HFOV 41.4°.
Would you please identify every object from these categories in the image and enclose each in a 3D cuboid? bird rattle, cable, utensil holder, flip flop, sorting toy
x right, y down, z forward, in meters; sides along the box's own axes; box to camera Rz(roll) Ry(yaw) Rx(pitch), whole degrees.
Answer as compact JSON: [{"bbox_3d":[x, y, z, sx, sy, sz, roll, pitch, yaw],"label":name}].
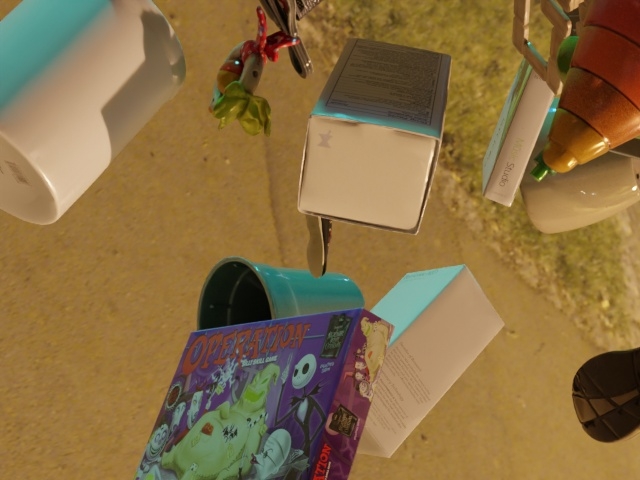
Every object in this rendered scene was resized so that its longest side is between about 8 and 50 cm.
[{"bbox_3d":[-0.162,-0.339,1.715,0.143,0.207,0.254,12,86,-34],"label":"bird rattle"},{"bbox_3d":[-0.058,-0.465,1.784,0.072,0.139,0.287,-44,129,-13],"label":"cable"},{"bbox_3d":[-0.491,-0.269,1.568,0.327,0.327,0.385,48,57,-23],"label":"utensil holder"},{"bbox_3d":[0.410,0.161,1.013,0.080,0.277,0.112,11,50,-30],"label":"flip flop"},{"bbox_3d":[0.231,-0.100,0.752,0.127,0.126,0.365,41,5,8],"label":"sorting toy"}]

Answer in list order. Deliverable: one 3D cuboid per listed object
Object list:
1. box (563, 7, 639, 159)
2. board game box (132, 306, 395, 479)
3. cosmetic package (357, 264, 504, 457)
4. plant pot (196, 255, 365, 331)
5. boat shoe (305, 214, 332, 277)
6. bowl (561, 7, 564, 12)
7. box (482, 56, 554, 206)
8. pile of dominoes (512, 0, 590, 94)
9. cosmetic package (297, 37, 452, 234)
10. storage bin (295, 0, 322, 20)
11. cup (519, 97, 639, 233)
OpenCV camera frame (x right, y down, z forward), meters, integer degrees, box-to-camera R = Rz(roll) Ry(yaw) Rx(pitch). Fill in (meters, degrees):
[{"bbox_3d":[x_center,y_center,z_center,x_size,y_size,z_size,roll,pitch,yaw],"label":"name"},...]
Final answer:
[{"bbox_3d":[0.585,-0.368,1.380,0.212,0.293,0.396,-125,-165,-74],"label":"box"},{"bbox_3d":[-0.076,0.182,0.858,0.056,0.347,0.208,35,63,-25],"label":"board game box"},{"bbox_3d":[0.147,0.219,1.582,0.365,0.197,0.155,-44,105,-29],"label":"cosmetic package"},{"bbox_3d":[-0.082,0.207,2.130,0.334,0.341,0.341,0,71,-40],"label":"plant pot"},{"bbox_3d":[0.001,0.000,1.503,0.042,0.049,0.133,-5,95,-40],"label":"boat shoe"},{"bbox_3d":[0.628,-0.560,1.819,0.163,0.311,0.312,19,50,-5],"label":"bowl"},{"bbox_3d":[0.357,-0.209,1.534,0.058,0.232,0.322,19,18,4],"label":"box"},{"bbox_3d":[0.311,-0.276,1.059,0.196,0.040,0.251,61,-5,30],"label":"pile of dominoes"},{"bbox_3d":[0.075,-0.142,1.062,0.296,0.153,0.129,-68,169,-59],"label":"cosmetic package"},{"bbox_3d":[-0.083,-0.583,1.871,0.180,0.084,0.122,44,-7,33],"label":"storage bin"},{"bbox_3d":[0.641,-0.183,1.990,0.331,0.237,0.331,1,88,-50],"label":"cup"}]
